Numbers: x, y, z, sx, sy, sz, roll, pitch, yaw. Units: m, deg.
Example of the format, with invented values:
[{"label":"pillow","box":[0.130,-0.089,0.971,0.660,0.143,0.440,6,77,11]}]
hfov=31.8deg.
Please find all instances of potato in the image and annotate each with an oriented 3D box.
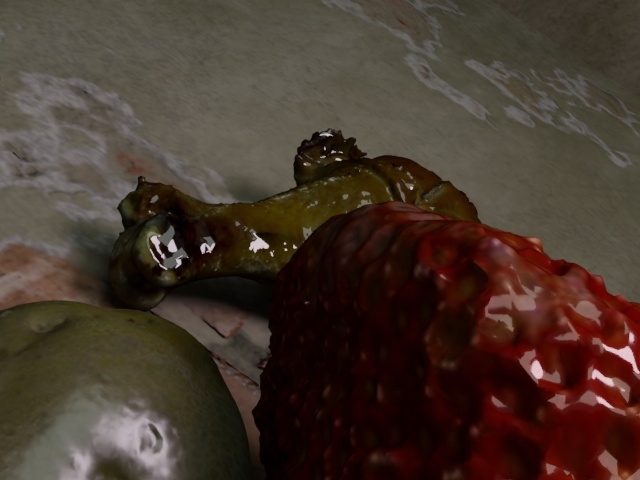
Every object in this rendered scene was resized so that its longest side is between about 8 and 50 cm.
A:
[{"label":"potato","box":[-0.125,0.126,0.538,0.178,0.160,0.235,11,34,15]}]

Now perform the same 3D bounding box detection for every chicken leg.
[{"label":"chicken leg","box":[0.008,-0.012,0.918,0.361,0.140,0.211,19,37,-31]}]

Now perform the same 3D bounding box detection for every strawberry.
[{"label":"strawberry","box":[0.084,0.121,0.577,0.267,0.312,0.351,-12,45,-25]}]
